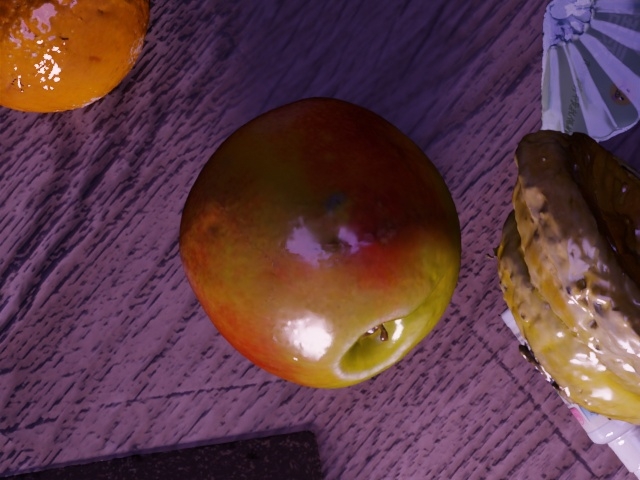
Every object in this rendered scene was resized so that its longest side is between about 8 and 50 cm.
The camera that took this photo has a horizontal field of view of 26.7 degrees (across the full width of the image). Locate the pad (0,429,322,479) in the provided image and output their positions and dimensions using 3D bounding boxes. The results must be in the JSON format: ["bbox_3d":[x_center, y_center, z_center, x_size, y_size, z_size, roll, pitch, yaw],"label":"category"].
[{"bbox_3d":[-0.154,0.286,1.157,0.330,0.004,0.220,-9,59,5],"label":"pad"}]

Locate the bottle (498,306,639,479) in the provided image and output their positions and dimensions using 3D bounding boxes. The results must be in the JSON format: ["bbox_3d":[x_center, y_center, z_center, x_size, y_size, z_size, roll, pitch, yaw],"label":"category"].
[{"bbox_3d":[0.238,0.134,1.151,0.060,0.060,0.217,-35,82,2],"label":"bottle"}]

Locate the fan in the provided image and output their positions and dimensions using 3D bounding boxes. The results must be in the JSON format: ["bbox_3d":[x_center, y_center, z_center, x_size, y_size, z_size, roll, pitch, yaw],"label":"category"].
[{"bbox_3d":[0.263,-0.187,1.202,0.131,0.009,0.240,21,87,4],"label":"fan"}]

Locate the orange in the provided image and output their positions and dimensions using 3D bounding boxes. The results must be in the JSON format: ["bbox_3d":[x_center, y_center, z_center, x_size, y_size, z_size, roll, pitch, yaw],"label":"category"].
[{"bbox_3d":[-0.239,-0.206,1.176,0.193,0.161,0.193,-1,86,13],"label":"orange"}]

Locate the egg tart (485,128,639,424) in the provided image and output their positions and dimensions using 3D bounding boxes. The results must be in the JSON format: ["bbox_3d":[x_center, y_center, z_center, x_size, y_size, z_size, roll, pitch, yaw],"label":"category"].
[{"bbox_3d":[0.232,0.045,1.069,0.115,0.290,0.290,-35,82,25],"label":"egg tart"}]

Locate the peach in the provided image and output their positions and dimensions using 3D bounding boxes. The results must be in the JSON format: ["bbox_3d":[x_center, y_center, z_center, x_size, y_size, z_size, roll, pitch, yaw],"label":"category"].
[{"bbox_3d":[0.000,0.000,1.109,0.231,0.231,0.230,0,85,5],"label":"peach"}]
